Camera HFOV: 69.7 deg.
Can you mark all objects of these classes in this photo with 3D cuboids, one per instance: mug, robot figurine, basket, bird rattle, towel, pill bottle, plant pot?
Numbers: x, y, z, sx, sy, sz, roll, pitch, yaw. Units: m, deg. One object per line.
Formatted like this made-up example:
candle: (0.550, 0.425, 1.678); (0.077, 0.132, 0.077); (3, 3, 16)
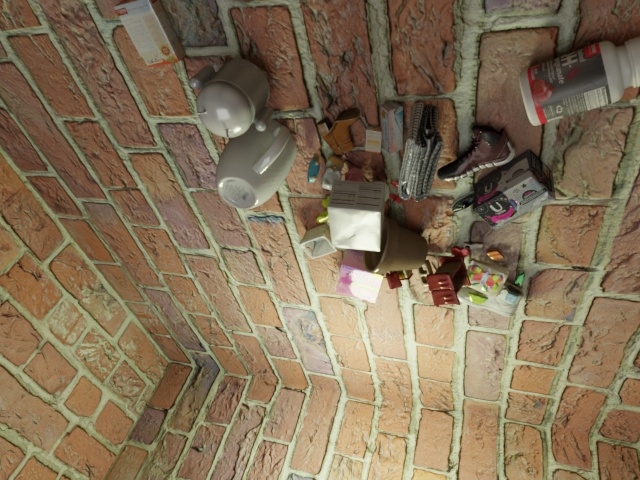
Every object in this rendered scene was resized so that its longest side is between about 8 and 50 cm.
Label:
mug: (-0.244, -0.312, 1.814); (0.276, 0.328, 0.374); (38, 136, -19)
robot figurine: (-0.306, -0.500, 1.619); (0.300, 0.353, 0.200); (29, 139, -10)
basket: (0.000, 0.000, 2.220); (0.167, 0.103, 0.113); (-19, 126, 37)
bird rattle: (0.106, -0.093, 2.087); (0.253, 0.143, 0.207); (25, 160, -8)
towel: (0.358, -0.313, 1.635); (0.121, 0.235, 0.284); (10, 139, 8)
pill bottle: (0.766, -0.466, 1.339); (0.318, 0.176, 0.176); (-13, 129, 33)
plant pot: (0.341, 0.032, 2.036); (0.229, 0.263, 0.263); (10, 142, -16)

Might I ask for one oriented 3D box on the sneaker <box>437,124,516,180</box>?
sneaker: (0.540, -0.329, 1.654); (0.281, 0.106, 0.162); (-18, 122, 23)

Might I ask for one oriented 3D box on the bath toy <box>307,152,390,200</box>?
bath toy: (0.117, -0.246, 1.891); (0.348, 0.151, 0.129); (20, 174, -7)

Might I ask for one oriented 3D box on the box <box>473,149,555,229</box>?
box: (0.701, -0.181, 1.683); (0.142, 0.163, 0.247); (35, 137, -18)

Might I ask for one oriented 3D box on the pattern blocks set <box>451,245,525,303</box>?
pattern blocks set: (0.738, 0.166, 2.067); (0.324, 0.026, 0.285); (10, 119, 19)

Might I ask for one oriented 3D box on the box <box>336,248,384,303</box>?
box: (0.207, 0.180, 2.316); (0.213, 0.117, 0.243); (15, 138, 7)

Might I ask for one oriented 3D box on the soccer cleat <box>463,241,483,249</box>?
soccer cleat: (0.669, 0.026, 2.017); (0.083, 0.036, 0.029); (5, 136, 18)

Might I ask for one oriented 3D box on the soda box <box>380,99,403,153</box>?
soda box: (0.262, -0.412, 1.682); (0.063, 0.058, 0.183); (-25, 137, -14)

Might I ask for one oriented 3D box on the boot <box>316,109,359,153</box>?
boot: (0.096, -0.412, 1.764); (0.197, 0.073, 0.152); (-3, 134, 42)

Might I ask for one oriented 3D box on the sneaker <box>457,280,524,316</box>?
sneaker: (0.795, 0.239, 2.158); (0.292, 0.108, 0.169); (16, 129, 6)

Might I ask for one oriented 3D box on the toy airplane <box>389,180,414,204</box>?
toy airplane: (0.341, -0.195, 1.923); (0.151, 0.028, 0.151); (13, 138, 12)

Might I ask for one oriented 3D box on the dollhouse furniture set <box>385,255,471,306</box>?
dollhouse furniture set: (0.467, 0.192, 2.094); (0.374, 0.201, 0.152); (-9, 106, 39)

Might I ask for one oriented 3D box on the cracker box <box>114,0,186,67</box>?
cracker box: (-0.620, -0.766, 1.685); (0.155, 0.067, 0.232); (0, 136, 22)

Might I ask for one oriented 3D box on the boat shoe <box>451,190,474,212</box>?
boat shoe: (0.582, -0.151, 1.859); (0.049, 0.040, 0.142); (33, 138, -14)

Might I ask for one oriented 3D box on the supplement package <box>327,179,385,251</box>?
supplement package: (0.147, -0.095, 1.823); (0.204, 0.145, 0.262); (5, 146, 10)

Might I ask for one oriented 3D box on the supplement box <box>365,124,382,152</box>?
supplement box: (0.207, -0.389, 1.764); (0.062, 0.036, 0.098); (11, 138, 12)
